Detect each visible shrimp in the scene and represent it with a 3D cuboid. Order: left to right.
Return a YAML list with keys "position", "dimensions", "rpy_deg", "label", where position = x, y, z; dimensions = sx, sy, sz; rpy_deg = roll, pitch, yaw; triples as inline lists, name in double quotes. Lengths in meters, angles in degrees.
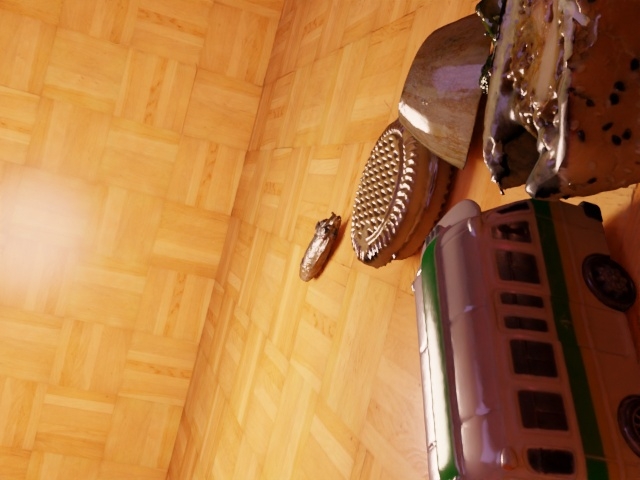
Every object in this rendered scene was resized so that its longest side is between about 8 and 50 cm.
- position: [0.000, 0.000, 1.621]
  dimensions: [0.223, 0.047, 0.126]
  rpy_deg: [121, 167, -49]
  label: "shrimp"

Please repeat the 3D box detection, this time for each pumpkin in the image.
- position: [0.168, -0.210, 1.029]
  dimensions: [0.217, 0.110, 0.217]
  rpy_deg: [10, -90, -78]
  label: "pumpkin"

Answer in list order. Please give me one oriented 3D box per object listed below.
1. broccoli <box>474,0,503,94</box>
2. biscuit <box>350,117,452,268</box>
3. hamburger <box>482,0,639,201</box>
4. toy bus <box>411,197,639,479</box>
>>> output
- position: [0.240, -0.230, 0.863]
  dimensions: [0.162, 0.138, 0.146]
  rpy_deg: [-42, 4, -30]
  label: "broccoli"
- position: [0.123, -0.080, 1.202]
  dimensions: [0.259, 0.079, 0.259]
  rpy_deg: [-166, 90, -73]
  label: "biscuit"
- position: [0.259, -0.171, 0.662]
  dimensions: [0.167, 0.192, 0.288]
  rpy_deg: [-110, 24, -78]
  label: "hamburger"
- position: [0.179, 0.103, 0.688]
  dimensions: [0.143, 0.179, 0.305]
  rpy_deg: [123, 155, -49]
  label: "toy bus"
